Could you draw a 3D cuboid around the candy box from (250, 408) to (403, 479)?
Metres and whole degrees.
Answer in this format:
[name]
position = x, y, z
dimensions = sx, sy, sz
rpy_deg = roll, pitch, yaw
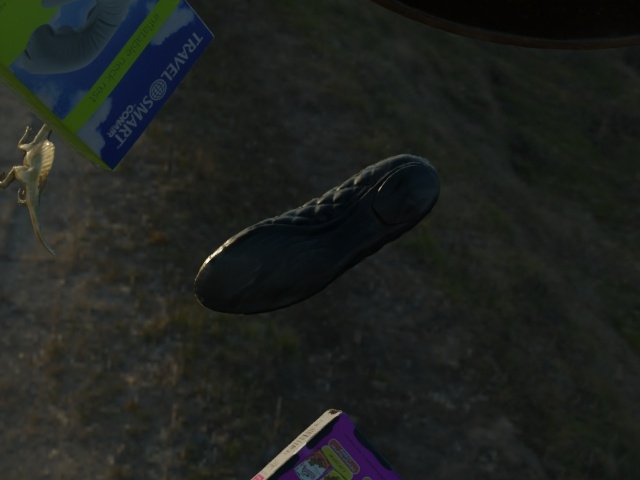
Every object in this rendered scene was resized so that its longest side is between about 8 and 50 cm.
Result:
[candy box]
position = -0.021, 0.283, 1.090
dimensions = 0.233, 0.159, 0.071
rpy_deg = -40, 1, -12

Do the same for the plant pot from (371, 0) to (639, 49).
[plant pot]
position = 0.076, -0.211, 0.353
dimensions = 0.215, 0.215, 0.230
rpy_deg = 6, 50, -4

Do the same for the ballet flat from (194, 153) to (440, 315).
[ballet flat]
position = 0.000, 0.000, 0.795
dimensions = 0.173, 0.057, 0.049
rpy_deg = -27, 3, -1

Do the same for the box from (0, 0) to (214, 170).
[box]
position = -0.135, -0.121, 0.710
dimensions = 0.042, 0.109, 0.178
rpy_deg = 28, -13, 37

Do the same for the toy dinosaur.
[toy dinosaur]
position = -0.318, -0.069, 1.374
dimensions = 0.053, 0.183, 0.092
rpy_deg = 20, -23, -40
